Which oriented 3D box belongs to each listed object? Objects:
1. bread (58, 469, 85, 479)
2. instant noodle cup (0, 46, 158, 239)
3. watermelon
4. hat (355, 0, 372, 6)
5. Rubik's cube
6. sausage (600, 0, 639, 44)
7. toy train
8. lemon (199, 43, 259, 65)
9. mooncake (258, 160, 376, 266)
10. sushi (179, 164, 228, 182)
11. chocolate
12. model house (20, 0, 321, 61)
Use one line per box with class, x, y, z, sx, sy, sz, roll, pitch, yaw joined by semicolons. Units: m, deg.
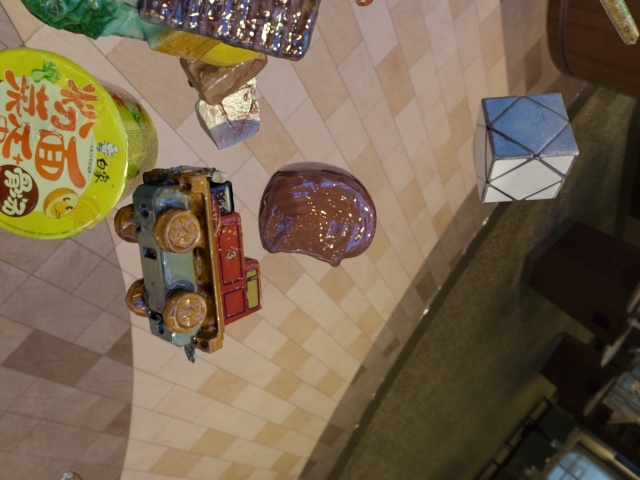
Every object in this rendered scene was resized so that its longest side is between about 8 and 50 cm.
bread;-0.396;0.416;0.790;0.076;0.070;0.083;-28;146;-61
instant noodle cup;-0.443;-0.170;0.897;0.311;0.311;0.221;-61;-177;13
watermelon;-0.290;-0.420;1.673;0.213;0.201;0.261;-30;-175;-11
hat;0.104;-0.765;1.507;0.162;0.093;0.112;-33;141;-60
Rubik's cube;0.521;-0.239;1.331;0.205;0.205;0.207;-2;152;5
sausage;0.541;-0.439;0.937;0.269;0.033;0.033;23;102;-41
toy train;-0.229;0.044;0.941;0.231;0.163;0.369;-19;111;-47
lemon;-0.210;-0.554;1.100;0.348;0.348;0.348;-29;138;-29
mooncake;-0.023;-0.065;1.414;0.334;0.174;0.326;-40;107;10
sushi;-0.507;-0.269;2.146;0.273;0.109;0.134;-40;146;-57
chocolate;-0.257;-0.464;1.310;0.214;0.148;0.093;-36;166;2
model house;-0.090;-0.299;0.453;0.230;0.248;0.280;-29;136;-65
